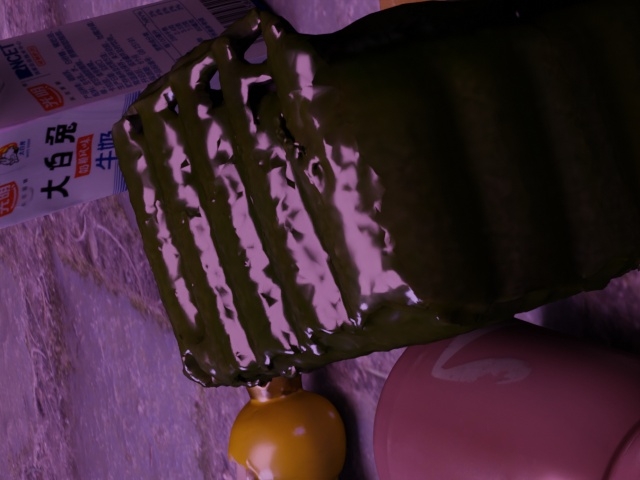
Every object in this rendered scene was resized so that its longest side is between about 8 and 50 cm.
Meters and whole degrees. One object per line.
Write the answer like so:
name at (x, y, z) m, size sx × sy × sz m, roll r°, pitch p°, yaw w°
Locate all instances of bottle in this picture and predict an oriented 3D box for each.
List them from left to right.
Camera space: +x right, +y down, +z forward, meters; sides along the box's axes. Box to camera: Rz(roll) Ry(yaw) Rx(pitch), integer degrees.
bottle at (0.187, 0.139, 1.087) m, size 0.297 × 0.173 × 0.206 m, roll 15°, pitch 85°, yaw 56°

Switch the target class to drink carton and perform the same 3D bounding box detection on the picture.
drink carton at (-0.180, -0.118, 1.393) m, size 0.106 × 0.315 × 0.130 m, roll 49°, pitch 143°, yaw 31°

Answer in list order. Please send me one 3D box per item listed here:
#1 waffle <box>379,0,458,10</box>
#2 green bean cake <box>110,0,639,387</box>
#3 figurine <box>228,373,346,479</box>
waffle at (0.096, -0.134, 1.218) m, size 0.125 × 0.032 × 0.191 m, roll 9°, pitch 116°, yaw 55°
green bean cake at (0.067, -0.046, 1.029) m, size 0.335 × 0.319 × 0.218 m, roll -19°, pitch 87°, yaw 57°
figurine at (-0.030, 0.238, 1.558) m, size 0.234 × 0.127 × 0.185 m, roll 60°, pitch 158°, yaw 0°
